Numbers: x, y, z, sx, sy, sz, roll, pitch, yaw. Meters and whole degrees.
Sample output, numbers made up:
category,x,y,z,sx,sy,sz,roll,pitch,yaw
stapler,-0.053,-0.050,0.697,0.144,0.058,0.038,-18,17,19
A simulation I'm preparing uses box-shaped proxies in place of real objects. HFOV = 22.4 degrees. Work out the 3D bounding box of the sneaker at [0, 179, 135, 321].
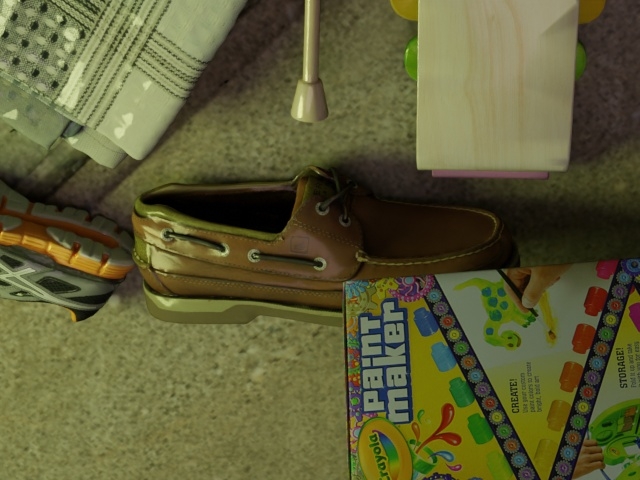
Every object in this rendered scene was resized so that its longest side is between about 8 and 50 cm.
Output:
category,x,y,z,sx,sy,sz,roll,pitch,yaw
sneaker,-0.260,0.005,1.309,0.215,0.084,0.083,22,122,-9

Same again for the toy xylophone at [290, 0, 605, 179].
category,x,y,z,sx,sy,sz,roll,pitch,yaw
toy xylophone,0.101,-0.182,1.183,0.236,0.081,0.323,9,118,1

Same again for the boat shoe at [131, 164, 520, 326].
category,x,y,z,sx,sy,sz,roll,pitch,yaw
boat shoe,0.000,0.000,1.269,0.307,0.111,0.104,-6,118,7

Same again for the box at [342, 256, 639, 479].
category,x,y,z,sx,sy,sz,roll,pitch,yaw
box,0.171,0.152,1.226,0.279,0.177,0.290,-5,155,7

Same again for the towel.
category,x,y,z,sx,sy,sz,roll,pitch,yaw
towel,-0.208,-0.214,1.163,0.312,0.056,0.324,31,131,-12
